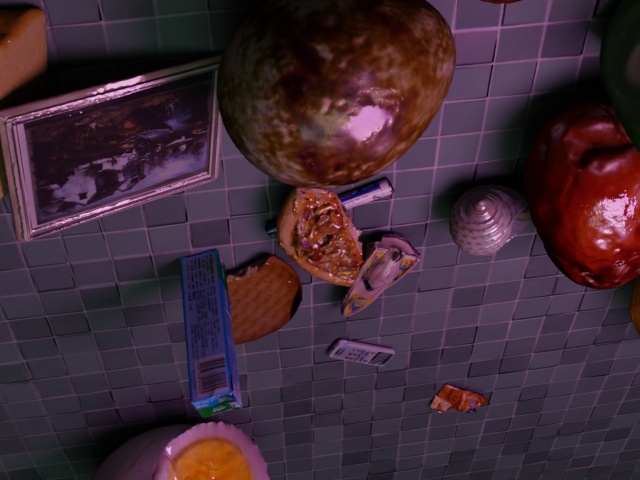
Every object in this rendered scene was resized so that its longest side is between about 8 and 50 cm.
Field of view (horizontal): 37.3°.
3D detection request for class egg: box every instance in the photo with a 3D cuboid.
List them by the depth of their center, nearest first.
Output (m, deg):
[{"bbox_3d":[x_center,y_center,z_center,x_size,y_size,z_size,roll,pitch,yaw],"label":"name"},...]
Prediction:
[{"bbox_3d":[0.022,-0.186,1.102,0.289,0.238,0.238,-20,141,-4],"label":"egg"},{"bbox_3d":[-0.311,0.539,1.822,0.340,0.354,0.354,-19,143,37],"label":"egg"}]

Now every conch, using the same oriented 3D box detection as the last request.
[{"bbox_3d":[0.260,-0.036,1.444,0.135,0.102,0.153,-27,172,7],"label":"conch"}]

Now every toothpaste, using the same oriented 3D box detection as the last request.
[{"bbox_3d":[-0.165,0.133,1.414,0.065,0.266,0.050,-17,140,6],"label":"toothpaste"}]

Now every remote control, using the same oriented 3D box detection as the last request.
[{"bbox_3d":[0.076,0.208,1.756,0.124,0.018,0.053,14,135,-27],"label":"remote control"}]

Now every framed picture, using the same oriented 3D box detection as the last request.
[{"bbox_3d":[-0.254,-0.112,1.210,0.296,0.019,0.232,-20,146,-24],"label":"framed picture"}]

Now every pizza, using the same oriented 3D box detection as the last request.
[{"bbox_3d":[0.001,0.002,1.424,0.127,0.058,0.246,-11,144,1],"label":"pizza"}]

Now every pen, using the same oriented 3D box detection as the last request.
[{"bbox_3d":[0.012,-0.049,1.429,0.204,0.025,0.025,-19,140,10],"label":"pen"}]

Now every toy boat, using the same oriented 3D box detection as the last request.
[{"bbox_3d":[0.084,0.063,1.549,0.084,0.066,0.210,11,136,-23],"label":"toy boat"}]

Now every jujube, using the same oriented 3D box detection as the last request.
[{"bbox_3d":[0.400,-0.054,1.360,0.223,0.223,0.318,-16,147,6],"label":"jujube"}]

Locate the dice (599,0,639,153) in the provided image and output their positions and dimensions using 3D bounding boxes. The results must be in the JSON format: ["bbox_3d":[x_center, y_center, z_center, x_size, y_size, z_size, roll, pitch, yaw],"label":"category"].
[{"bbox_3d":[0.543,-0.211,1.156,0.297,0.287,0.300,17,132,-31],"label":"dice"}]

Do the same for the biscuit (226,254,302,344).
[{"bbox_3d":[-0.122,0.105,1.577,0.228,0.031,0.176,-32,135,26],"label":"biscuit"}]

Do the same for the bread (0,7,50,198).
[{"bbox_3d":[-0.435,-0.065,1.043,0.245,0.361,0.233,1,138,-12],"label":"bread"}]

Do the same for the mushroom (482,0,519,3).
[{"bbox_3d":[0.176,-0.396,0.932,0.334,0.356,0.331,-54,133,-8],"label":"mushroom"}]

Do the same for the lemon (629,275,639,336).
[{"bbox_3d":[0.664,0.116,1.615,0.245,0.245,0.320,-38,140,29],"label":"lemon"}]

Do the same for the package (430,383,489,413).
[{"bbox_3d":[0.286,0.331,1.941,0.111,0.033,0.077,15,144,-22],"label":"package"}]
